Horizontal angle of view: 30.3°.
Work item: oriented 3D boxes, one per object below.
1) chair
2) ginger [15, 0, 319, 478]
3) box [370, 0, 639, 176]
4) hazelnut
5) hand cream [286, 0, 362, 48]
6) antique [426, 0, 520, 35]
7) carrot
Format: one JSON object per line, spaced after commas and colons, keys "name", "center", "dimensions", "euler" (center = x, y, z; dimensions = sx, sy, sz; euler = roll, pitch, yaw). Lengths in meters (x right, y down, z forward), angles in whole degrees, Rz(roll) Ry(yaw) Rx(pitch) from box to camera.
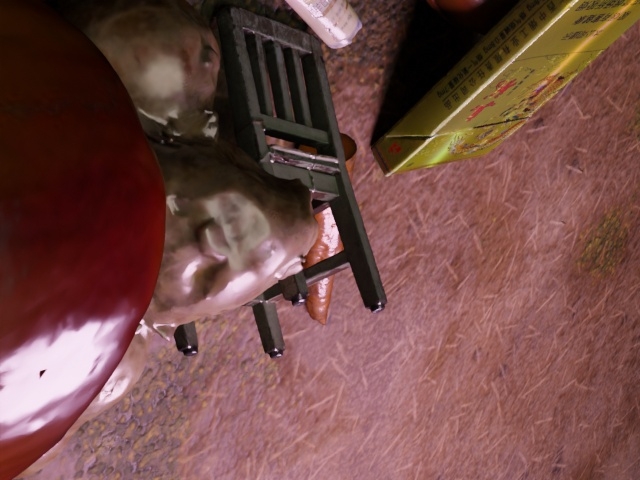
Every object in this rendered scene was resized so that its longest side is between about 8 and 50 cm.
{"name": "chair", "center": [-0.062, -0.044, 1.041], "dimensions": [0.136, 0.147, 0.270], "euler": [7, 62, -53]}
{"name": "ginger", "center": [-0.168, 0.008, 0.873], "dimensions": [0.256, 0.176, 0.375], "euler": [37, 93, -10]}
{"name": "box", "center": [0.200, -0.173, 1.176], "dimensions": [0.173, 0.043, 0.311], "euler": [-14, 159, -45]}
{"name": "hazelnut", "center": [-0.267, 0.006, 0.619], "dimensions": [0.366, 0.366, 0.366], "euler": [-27, 130, -38]}
{"name": "hand cream", "center": [-0.009, -0.226, 1.054], "dimensions": [0.061, 0.039, 0.143], "euler": [-56, 137, -9]}
{"name": "antique", "center": [0.198, -0.309, 1.166], "dimensions": [0.278, 0.129, 0.223], "euler": [22, 94, -54]}
{"name": "carrot", "center": [0.000, 0.000, 1.192], "dimensions": [0.057, 0.057, 0.224], "euler": [-27, 136, -37]}
